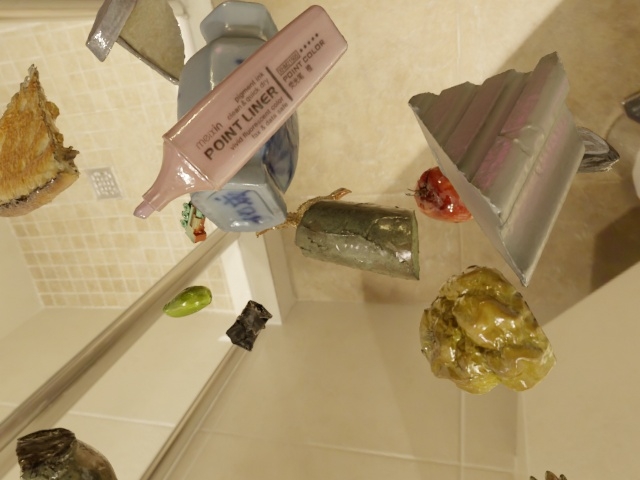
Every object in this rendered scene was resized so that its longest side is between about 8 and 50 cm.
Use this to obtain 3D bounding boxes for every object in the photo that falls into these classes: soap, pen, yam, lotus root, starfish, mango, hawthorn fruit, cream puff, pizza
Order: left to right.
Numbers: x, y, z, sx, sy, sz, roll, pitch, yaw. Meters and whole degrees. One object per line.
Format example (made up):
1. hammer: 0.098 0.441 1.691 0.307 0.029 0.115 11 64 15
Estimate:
1. pizza: -0.798 -0.202 1.229 0.392 0.080 0.434 -42 58 17
2. lotus root: -0.458 0.469 0.844 0.267 0.150 0.260 -8 92 49
3. mango: -0.400 0.181 1.387 0.165 0.091 0.074 -20 66 15
4. pen: -0.059 -0.087 0.329 0.197 0.032 0.053 -48 119 -8
5. starfish: -0.038 -0.072 1.386 0.294 0.301 0.084 -23 85 -17
6. yam: 0.102 -0.006 1.063 0.305 0.168 0.167 9 120 34
7. hawthorn fruit: 0.397 -0.154 1.510 0.299 0.211 0.211 -8 121 -23
8. soap: 0.211 -0.099 0.676 0.258 0.302 0.159 4 140 47
9. cream puff: 0.364 0.231 1.102 0.257 0.324 0.291 -33 119 5

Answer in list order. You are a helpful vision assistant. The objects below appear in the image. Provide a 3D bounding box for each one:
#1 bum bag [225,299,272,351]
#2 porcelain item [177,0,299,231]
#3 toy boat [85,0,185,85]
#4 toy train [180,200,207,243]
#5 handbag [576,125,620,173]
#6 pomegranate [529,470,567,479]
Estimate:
1. bum bag: -0.269 0.322 1.781 0.123 0.248 0.060 39 115 -6
2. porcelain item: -0.145 -0.228 0.856 0.179 0.404 0.242 -8 154 13
3. toy boat: -0.556 -0.655 1.436 0.111 0.294 0.275 15 96 47
4. toy train: -0.504 -0.085 1.874 0.118 0.074 0.175 45 133 20
5. handbag: 0.508 -0.214 1.094 0.333 0.191 0.074 -6 132 -7
6. pomegranate: 0.312 0.372 0.545 0.160 0.205 0.159 0 113 0
